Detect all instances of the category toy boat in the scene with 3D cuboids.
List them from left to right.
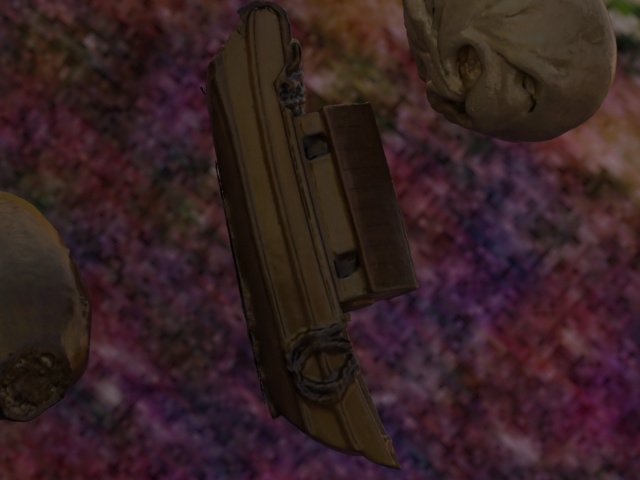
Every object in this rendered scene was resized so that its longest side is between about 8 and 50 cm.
[{"bbox_3d":[0.000,0.000,1.779,0.136,0.162,0.446,55,23,-79],"label":"toy boat"}]

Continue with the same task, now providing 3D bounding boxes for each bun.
[{"bbox_3d":[0.166,-0.189,1.815,0.231,0.231,0.133,45,40,13],"label":"bun"}]

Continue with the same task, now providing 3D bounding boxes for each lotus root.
[{"bbox_3d":[-0.227,0.039,1.306,0.123,0.124,0.241,64,-10,-27],"label":"lotus root"}]
